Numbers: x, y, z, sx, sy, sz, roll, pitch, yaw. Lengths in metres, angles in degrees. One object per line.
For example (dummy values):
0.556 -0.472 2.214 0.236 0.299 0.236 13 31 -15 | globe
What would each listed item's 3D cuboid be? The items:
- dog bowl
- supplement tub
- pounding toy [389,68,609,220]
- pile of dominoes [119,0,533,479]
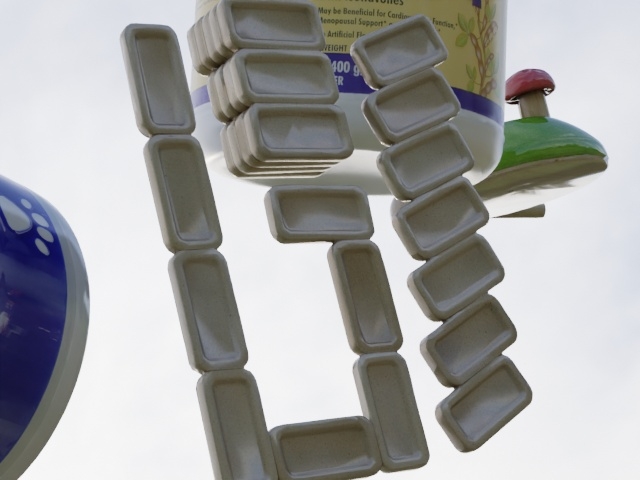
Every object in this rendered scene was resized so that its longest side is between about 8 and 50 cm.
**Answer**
-0.296 0.065 1.276 0.265 0.265 0.104 -42 -37 13 | dog bowl
0.025 -0.212 1.375 0.241 0.331 0.241 3 -8 0 | supplement tub
0.163 -0.089 1.726 0.183 0.110 0.237 -10 -12 -17 | pounding toy
0.000 0.000 0.899 0.196 0.251 0.040 -2 -19 -35 | pile of dominoes
